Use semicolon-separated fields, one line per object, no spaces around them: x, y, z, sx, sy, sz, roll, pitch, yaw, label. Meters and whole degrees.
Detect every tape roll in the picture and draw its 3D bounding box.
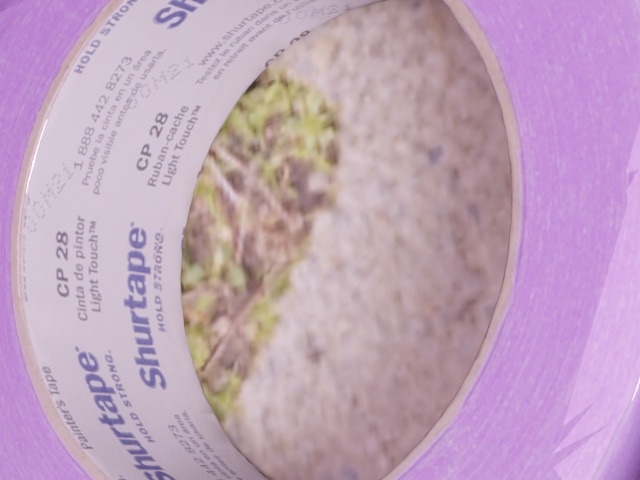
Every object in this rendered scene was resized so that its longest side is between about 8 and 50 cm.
0.000;0.000;0.518;0.275;0.090;0.274;-5;80;33;tape roll
